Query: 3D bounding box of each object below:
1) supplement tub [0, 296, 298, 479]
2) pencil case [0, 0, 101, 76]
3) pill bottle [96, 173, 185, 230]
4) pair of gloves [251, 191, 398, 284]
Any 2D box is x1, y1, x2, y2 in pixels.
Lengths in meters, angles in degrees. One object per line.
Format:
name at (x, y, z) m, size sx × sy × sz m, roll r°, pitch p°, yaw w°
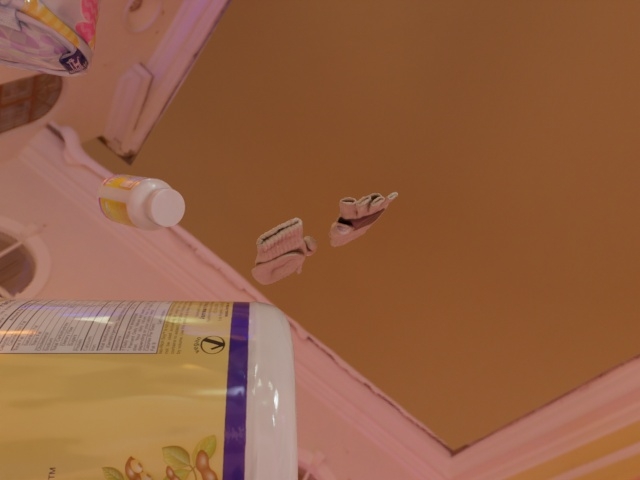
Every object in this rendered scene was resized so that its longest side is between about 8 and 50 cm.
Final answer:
supplement tub at (-0.192, 0.168, 0.409) m, size 0.330 × 0.241 × 0.241 m, roll 1°, pitch -55°, yaw -8°
pencil case at (-0.227, -0.276, 0.405) m, size 0.113 × 0.274 × 0.124 m, roll 8°, pitch -10°, yaw -4°
pill bottle at (-0.150, -0.032, 0.421) m, size 0.083 × 0.043 × 0.044 m, roll 12°, pitch -54°, yaw 41°
pair of gloves at (0.000, 0.000, 0.806) m, size 0.042 × 0.239 × 0.204 m, roll 61°, pitch -20°, yaw 15°
